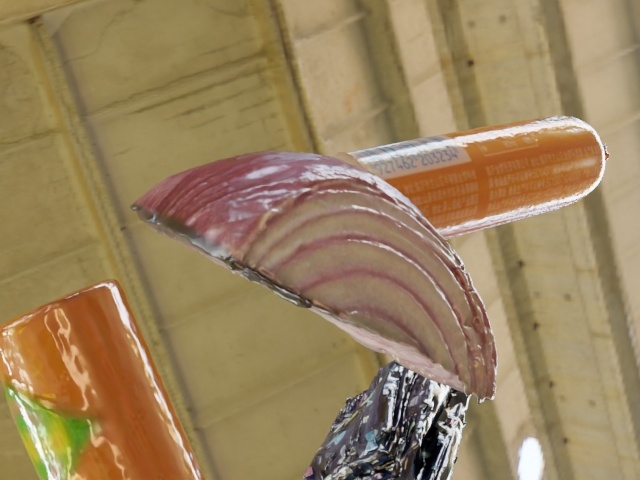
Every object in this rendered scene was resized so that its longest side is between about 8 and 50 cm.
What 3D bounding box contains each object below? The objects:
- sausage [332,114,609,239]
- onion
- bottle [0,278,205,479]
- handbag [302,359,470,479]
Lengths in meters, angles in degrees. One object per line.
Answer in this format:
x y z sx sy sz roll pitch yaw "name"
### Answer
0.150 -0.058 0.870 0.312 0.093 0.093 -14 -80 -32 "sausage"
0.000 0.000 0.695 0.250 0.247 0.111 29 -93 -28 "onion"
-0.087 0.113 0.443 0.069 0.069 0.187 -24 -91 -38 "bottle"
0.070 0.211 0.996 0.113 0.162 0.260 49 -153 -6 "handbag"
